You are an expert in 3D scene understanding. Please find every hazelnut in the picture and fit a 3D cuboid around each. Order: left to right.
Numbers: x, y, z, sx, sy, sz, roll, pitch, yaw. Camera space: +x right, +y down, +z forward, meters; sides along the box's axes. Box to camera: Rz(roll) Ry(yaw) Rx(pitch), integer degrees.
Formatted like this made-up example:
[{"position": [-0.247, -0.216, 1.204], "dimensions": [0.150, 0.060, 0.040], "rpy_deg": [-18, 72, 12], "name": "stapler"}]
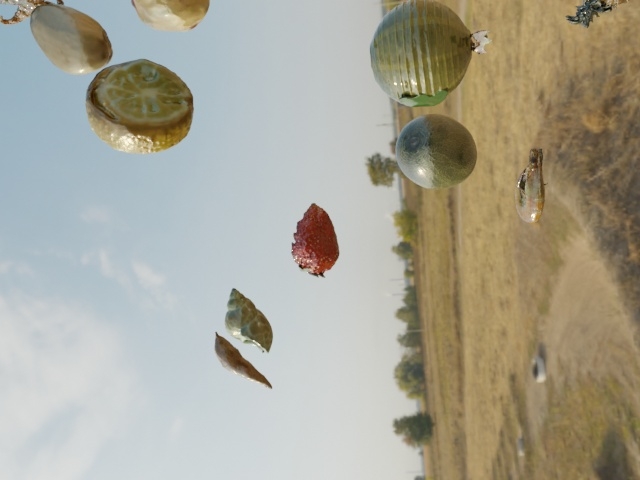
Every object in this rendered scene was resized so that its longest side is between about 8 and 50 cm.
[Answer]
[{"position": [-0.473, -0.784, 1.876], "dimensions": [0.241, 0.261, 0.261], "rpy_deg": [-48, -23, -12], "name": "hazelnut"}]

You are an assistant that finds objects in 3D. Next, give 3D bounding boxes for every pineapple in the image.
[{"position": [0.603, -0.520, 1.240], "dimensions": [0.198, 0.108, 0.108], "rpy_deg": [129, 145, -59], "name": "pineapple"}]

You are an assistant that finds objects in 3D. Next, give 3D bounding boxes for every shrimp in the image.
[{"position": [0.655, -0.171, 1.845], "dimensions": [0.150, 0.067, 0.249], "rpy_deg": [-116, 22, -52], "name": "shrimp"}]

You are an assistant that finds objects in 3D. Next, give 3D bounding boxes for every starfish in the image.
[{"position": [-0.743, -0.620, 1.507], "dimensions": [0.150, 0.209, 0.053], "rpy_deg": [16, -125, -59], "name": "starfish"}]

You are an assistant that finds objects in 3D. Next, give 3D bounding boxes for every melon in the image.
[{"position": [0.376, -0.282, 1.912], "dimensions": [0.301, 0.237, 0.238], "rpy_deg": [10, -107, -51], "name": "melon"}]

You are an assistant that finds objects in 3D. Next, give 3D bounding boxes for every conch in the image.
[{"position": [-0.187, 0.221, 1.555], "dimensions": [0.106, 0.173, 0.116], "rpy_deg": [-51, -9, -4], "name": "conch"}]

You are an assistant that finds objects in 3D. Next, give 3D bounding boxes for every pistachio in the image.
[{"position": [-0.631, -0.511, 1.504], "dimensions": [0.153, 0.237, 0.138], "rpy_deg": [-47, -13, -15], "name": "pistachio"}]

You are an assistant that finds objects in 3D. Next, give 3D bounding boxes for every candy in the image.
[{"position": [-0.434, -0.324, 1.433], "dimensions": [0.118, 0.259, 0.260], "rpy_deg": [109, 166, -53], "name": "candy"}]

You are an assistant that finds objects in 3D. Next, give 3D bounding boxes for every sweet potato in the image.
[{"position": [-0.230, 0.351, 1.662], "dimensions": [0.226, 0.068, 0.068], "rpy_deg": [43, -173, 4], "name": "sweet potato"}]

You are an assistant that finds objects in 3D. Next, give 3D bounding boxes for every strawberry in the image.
[{"position": [0.000, 0.000, 1.463], "dimensions": [0.146, 0.082, 0.187], "rpy_deg": [-4, -87, -55], "name": "strawberry"}]

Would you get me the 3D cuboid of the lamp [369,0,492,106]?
[{"position": [0.258, -0.449, 1.397], "dimensions": [0.250, 0.284, 0.251], "rpy_deg": [-8, -90, -72], "name": "lamp"}]
